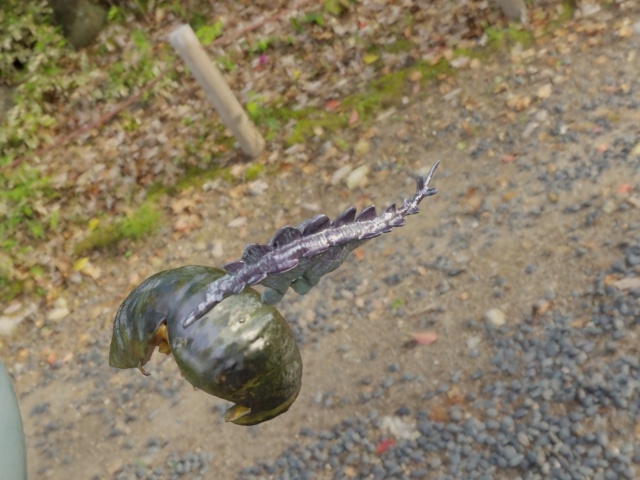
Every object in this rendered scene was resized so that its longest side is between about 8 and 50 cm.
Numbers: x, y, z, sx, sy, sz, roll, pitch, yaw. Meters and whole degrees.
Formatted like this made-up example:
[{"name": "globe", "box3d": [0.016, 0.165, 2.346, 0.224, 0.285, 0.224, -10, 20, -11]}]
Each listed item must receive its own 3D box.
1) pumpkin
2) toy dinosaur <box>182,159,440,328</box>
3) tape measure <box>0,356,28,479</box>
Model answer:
[{"name": "pumpkin", "box3d": [-0.103, 0.078, 0.771, 0.183, 0.108, 0.119, 16, 29, 21]}, {"name": "toy dinosaur", "box3d": [0.002, 0.002, 0.568, 0.209, 0.039, 0.082, -30, -8, -16]}, {"name": "tape measure", "box3d": [-0.110, 0.089, 0.276, 0.330, 0.164, 0.084, -8, -2, 38]}]
